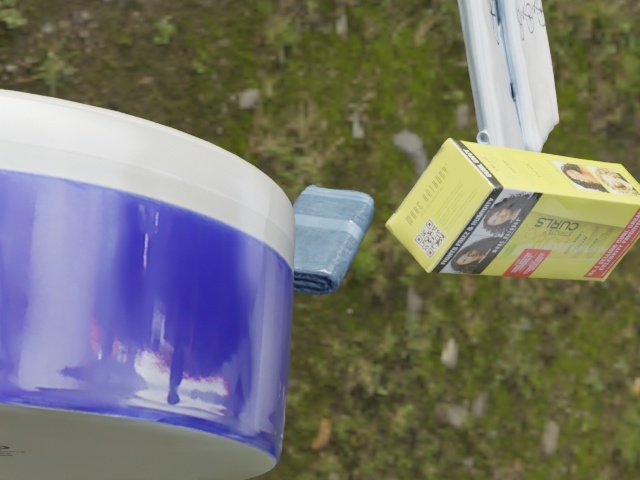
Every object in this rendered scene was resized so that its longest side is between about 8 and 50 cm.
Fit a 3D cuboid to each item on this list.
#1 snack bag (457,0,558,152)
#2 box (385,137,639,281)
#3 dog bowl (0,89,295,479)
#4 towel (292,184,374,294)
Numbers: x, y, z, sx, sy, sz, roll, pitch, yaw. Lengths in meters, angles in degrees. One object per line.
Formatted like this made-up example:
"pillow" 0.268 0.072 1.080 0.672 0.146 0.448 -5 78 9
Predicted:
"snack bag" 0.182 -0.228 1.443 0.342 0.037 0.323 -43 125 -68
"box" 0.158 -0.019 1.104 0.232 0.058 0.087 4 129 -49
"dog bowl" -0.143 0.032 0.582 0.265 0.265 0.104 19 67 -46
"towel" 0.000 0.000 1.185 0.119 0.067 0.029 -63 156 -51
